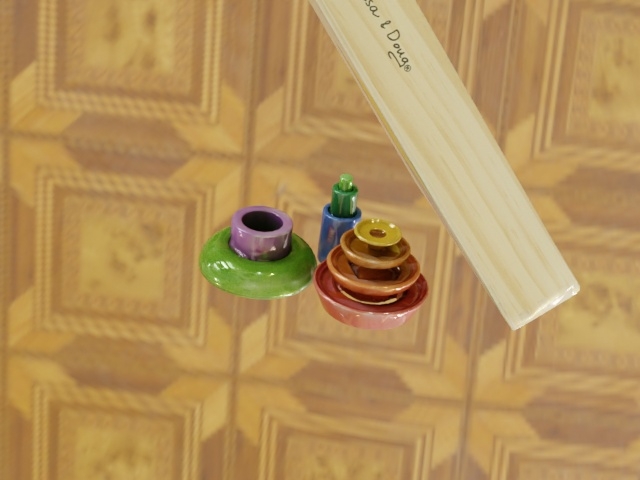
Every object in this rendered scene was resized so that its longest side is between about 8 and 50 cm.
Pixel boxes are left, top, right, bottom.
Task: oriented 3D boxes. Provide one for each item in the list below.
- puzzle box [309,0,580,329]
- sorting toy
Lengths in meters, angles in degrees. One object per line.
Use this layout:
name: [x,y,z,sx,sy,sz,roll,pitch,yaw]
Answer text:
puzzle box: [0.017,-0.161,1.111,0.052,0.272,0.409,-31,115,2]
sorting toy: [0.000,0.000,0.751,0.102,0.061,0.042,16,122,16]
